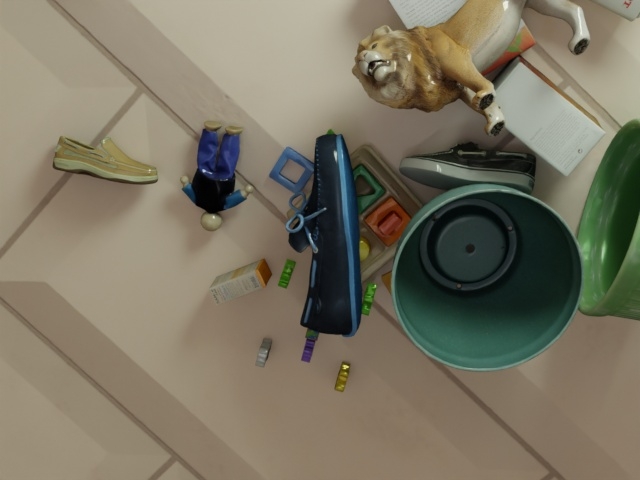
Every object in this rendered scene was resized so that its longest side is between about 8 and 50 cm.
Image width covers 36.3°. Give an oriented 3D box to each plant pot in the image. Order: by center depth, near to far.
[{"bbox_3d":[0.251,0.036,1.559,0.293,0.196,0.293,0,108,-1],"label":"plant pot"}]

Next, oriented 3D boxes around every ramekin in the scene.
[{"bbox_3d":[0.500,-0.018,1.462,0.148,0.303,0.303,14,109,0],"label":"ramekin"}]

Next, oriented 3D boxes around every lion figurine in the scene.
[{"bbox_3d":[0.240,-0.315,1.419,0.392,0.142,0.240,-41,55,7],"label":"lion figurine"}]

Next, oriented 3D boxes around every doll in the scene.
[{"bbox_3d":[-0.175,-0.104,1.670,0.129,0.046,0.189,13,108,6],"label":"doll"}]

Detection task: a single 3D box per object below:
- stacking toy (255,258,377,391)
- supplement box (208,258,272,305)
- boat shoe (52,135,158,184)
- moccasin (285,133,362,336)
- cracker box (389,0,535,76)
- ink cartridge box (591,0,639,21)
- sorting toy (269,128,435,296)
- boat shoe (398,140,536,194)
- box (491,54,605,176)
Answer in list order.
[{"bbox_3d":[-0.009,0.150,1.721,0.167,0.052,0.221,17,110,1],"label":"stacking toy"},{"bbox_3d":[-0.140,0.073,1.711,0.098,0.062,0.036,-21,104,15],"label":"supplement box"},{"bbox_3d":[-0.369,-0.143,1.681,0.190,0.068,0.072,11,97,6],"label":"boat shoe"},{"bbox_3d":[0.000,0.000,1.578,0.117,0.138,0.342,0,104,10],"label":"moccasin"},{"bbox_3d":[0.208,-0.364,1.519,0.156,0.067,0.232,-31,101,17],"label":"cracker box"},{"bbox_3d":[0.407,-0.447,1.427,0.219,0.092,0.160,27,130,-1],"label":"ink cartridge box"},{"bbox_3d":[0.067,-0.034,1.654,0.196,0.047,0.347,-41,98,18],"label":"sorting toy"},{"bbox_3d":[0.240,-0.122,1.593,0.219,0.078,0.070,8,74,10],"label":"boat shoe"},{"bbox_3d":[0.342,-0.197,1.517,0.170,0.130,0.091,38,109,-5],"label":"box"}]
